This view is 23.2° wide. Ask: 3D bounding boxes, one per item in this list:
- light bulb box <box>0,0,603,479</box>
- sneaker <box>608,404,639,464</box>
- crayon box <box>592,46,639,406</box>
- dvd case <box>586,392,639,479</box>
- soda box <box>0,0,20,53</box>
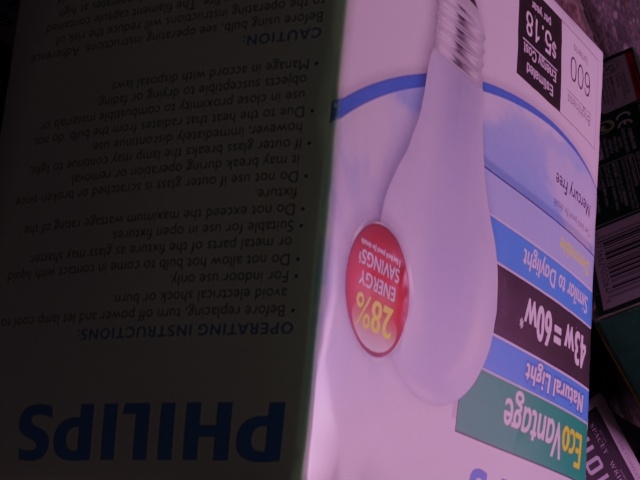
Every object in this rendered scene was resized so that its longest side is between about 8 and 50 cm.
[{"bbox_3d":[0.000,0.000,0.935,0.358,0.225,0.361,28,62,-55],"label":"light bulb box"},{"bbox_3d":[0.234,0.242,1.472,0.224,0.098,0.083,-31,144,-33],"label":"sneaker"},{"bbox_3d":[0.341,0.043,1.507,0.313,0.106,0.363,55,22,-34],"label":"crayon box"},{"bbox_3d":[0.206,0.257,1.348,0.239,0.029,0.179,-24,85,-38],"label":"dvd case"},{"bbox_3d":[-0.142,-0.189,0.992,0.063,0.058,0.183,53,44,-37],"label":"soda box"}]
